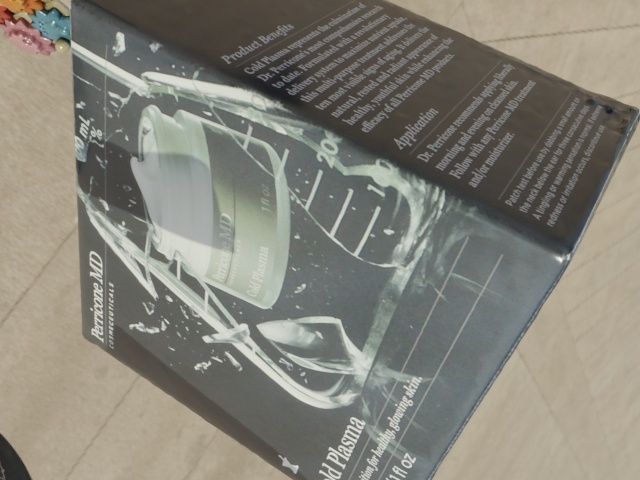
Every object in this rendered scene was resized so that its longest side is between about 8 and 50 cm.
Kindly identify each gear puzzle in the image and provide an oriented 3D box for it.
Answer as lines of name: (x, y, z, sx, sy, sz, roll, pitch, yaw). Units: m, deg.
gear puzzle: (-0.479, -0.359, 0.920, 0.339, 0.175, 0.044, 38, 61, -48)

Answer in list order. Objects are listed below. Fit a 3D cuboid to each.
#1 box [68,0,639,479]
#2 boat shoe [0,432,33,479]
box: (0.000, 0.000, 0.772, 0.297, 0.471, 0.480, -43, 157, -44)
boat shoe: (-0.203, 0.214, 0.357, 0.112, 0.335, 0.096, -19, 136, -12)
